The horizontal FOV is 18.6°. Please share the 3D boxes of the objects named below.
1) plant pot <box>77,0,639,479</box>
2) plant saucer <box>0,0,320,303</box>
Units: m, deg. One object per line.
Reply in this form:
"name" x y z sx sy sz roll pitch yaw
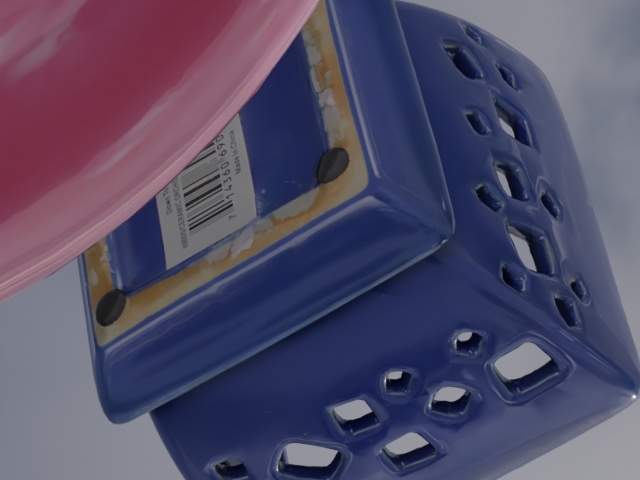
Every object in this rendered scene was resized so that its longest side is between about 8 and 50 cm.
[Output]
"plant pot" 0.000 0.000 1.014 0.236 0.212 0.236 -29 -131 20
"plant saucer" -0.089 -0.140 0.352 0.084 0.332 0.332 23 -107 32
